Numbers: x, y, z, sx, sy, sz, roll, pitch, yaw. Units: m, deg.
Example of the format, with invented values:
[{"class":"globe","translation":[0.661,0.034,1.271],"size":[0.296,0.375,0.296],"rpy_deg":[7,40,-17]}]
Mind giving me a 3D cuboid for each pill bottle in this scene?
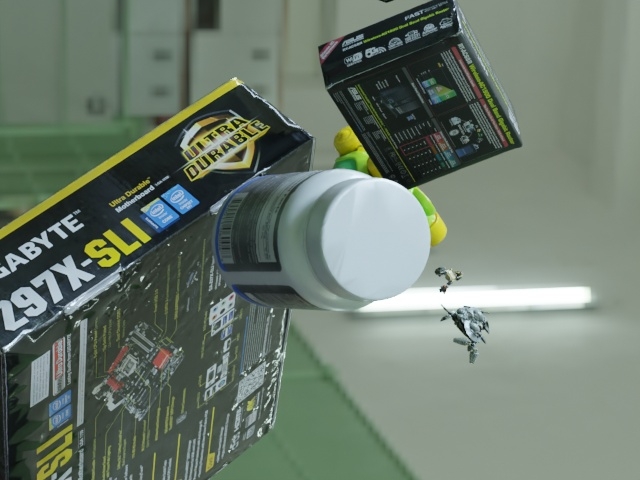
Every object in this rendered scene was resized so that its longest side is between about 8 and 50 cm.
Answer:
[{"class":"pill bottle","translation":[0.000,0.000,1.095],"size":[0.137,0.078,0.078],"rpy_deg":[0,-89,64]}]

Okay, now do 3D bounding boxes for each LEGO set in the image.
[{"class":"LEGO set","translation":[0.117,0.056,1.580],"size":[0.023,0.054,0.083],"rpy_deg":[-32,-103,34]}]

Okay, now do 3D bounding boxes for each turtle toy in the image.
[{"class":"turtle toy","translation":[0.043,-0.021,1.450],"size":[0.095,0.066,0.130],"rpy_deg":[54,-9,-35]}]

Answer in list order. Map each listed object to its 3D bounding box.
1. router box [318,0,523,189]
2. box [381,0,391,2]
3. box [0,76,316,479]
[{"class":"router box","translation":[0.064,-0.090,1.242],"size":[0.122,0.092,0.038],"rpy_deg":[55,20,-49]},{"class":"box","translation":[-0.025,-0.278,1.030],"size":[0.060,0.216,0.270],"rpy_deg":[-19,-108,35]},{"class":"box","translation":[-0.129,0.081,1.287],"size":[0.079,0.257,0.322],"rpy_deg":[40,-34,24]}]
